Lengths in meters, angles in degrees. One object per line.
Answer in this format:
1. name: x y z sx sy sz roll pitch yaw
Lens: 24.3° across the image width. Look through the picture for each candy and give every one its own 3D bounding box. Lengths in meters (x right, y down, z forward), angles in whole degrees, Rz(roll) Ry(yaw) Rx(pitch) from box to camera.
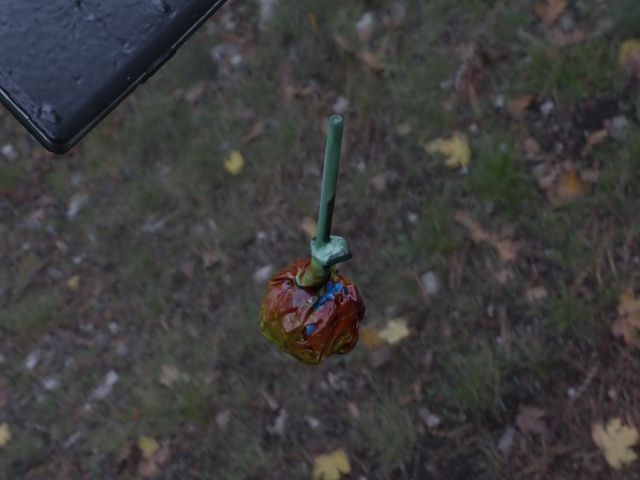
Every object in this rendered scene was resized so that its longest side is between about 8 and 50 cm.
1. candy: 0.000 0.000 0.792 0.060 0.201 0.060 3 55 -4

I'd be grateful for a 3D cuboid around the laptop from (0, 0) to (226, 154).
1. laptop: -0.164 -0.179 1.043 0.207 0.154 0.026 -47 9 -22
